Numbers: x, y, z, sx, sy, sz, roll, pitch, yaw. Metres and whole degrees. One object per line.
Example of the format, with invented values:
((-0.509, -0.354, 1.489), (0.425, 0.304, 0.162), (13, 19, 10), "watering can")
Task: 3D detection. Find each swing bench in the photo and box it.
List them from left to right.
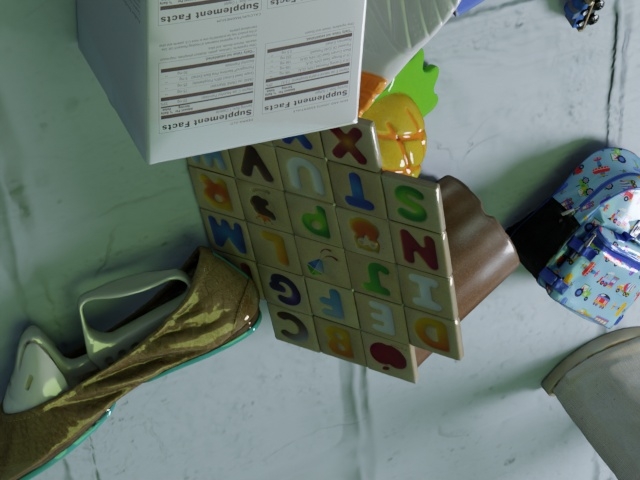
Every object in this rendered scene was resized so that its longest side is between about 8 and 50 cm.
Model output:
((0.441, 0.252, 2.085), (0.165, 0.253, 0.254), (-42, 135, 8), "swing bench")

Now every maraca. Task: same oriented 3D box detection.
((0.061, -0.104, 1.700), (0.186, 0.099, 0.127), (-59, 150, -5), "maraca")

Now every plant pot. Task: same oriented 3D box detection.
((0.108, 0.028, 1.797), (0.165, 0.167, 0.167), (-38, 135, -7), "plant pot")

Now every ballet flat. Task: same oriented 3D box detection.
((-0.223, 0.115, 1.721), (0.342, 0.116, 0.124), (-32, 115, 3), "ballet flat")

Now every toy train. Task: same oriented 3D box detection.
((0.272, -0.263, 1.700), (0.036, 0.027, 0.158), (-18, 150, -18), "toy train")

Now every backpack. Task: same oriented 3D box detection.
((0.317, -0.009, 1.901), (0.173, 0.117, 0.158), (-49, 134, 11), "backpack")

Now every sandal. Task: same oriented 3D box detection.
((0.039, -0.182, 1.619), (0.265, 0.076, 0.102), (-38, 96, 22), "sandal")

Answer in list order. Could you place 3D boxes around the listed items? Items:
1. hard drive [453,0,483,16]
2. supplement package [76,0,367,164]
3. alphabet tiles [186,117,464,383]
((0.233, -0.361, 1.592), (0.318, 0.040, 0.210), (-32, 147, -2), "hard drive")
((-0.086, -0.239, 1.432), (0.198, 0.199, 0.263), (-13, 131, -20), "supplement package")
((0.000, 0.000, 1.652), (0.011, 0.285, 0.343), (-53, 146, -35), "alphabet tiles")
